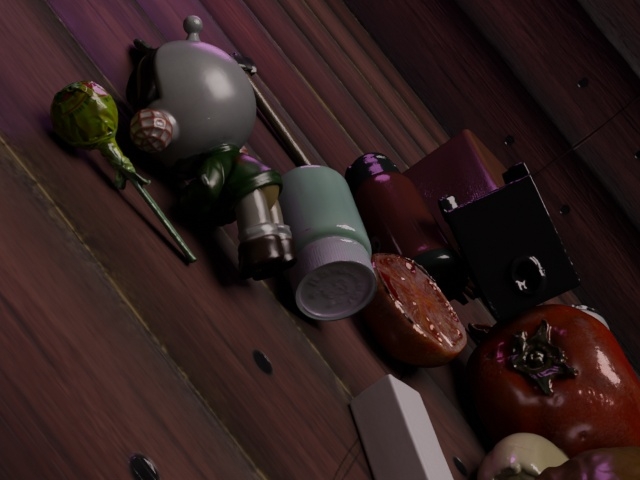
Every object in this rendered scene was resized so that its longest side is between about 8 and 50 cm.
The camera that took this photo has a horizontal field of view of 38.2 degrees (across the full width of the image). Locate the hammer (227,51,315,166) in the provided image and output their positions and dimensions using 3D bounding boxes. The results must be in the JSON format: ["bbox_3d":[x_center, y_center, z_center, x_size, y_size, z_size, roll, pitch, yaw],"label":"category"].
[{"bbox_3d":[-0.071,-0.207,1.785,0.365,0.043,0.111,55,17,2],"label":"hammer"}]

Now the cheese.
[{"bbox_3d":[0.355,0.430,1.446,0.266,0.127,0.233,49,21,1],"label":"cheese"}]

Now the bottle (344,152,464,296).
[{"bbox_3d":[0.149,-0.037,1.814,0.144,0.144,0.336,30,27,-48],"label":"bottle"}]

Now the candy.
[{"bbox_3d":[-0.232,-0.077,1.127,0.262,0.077,0.073,55,-3,-16],"label":"candy"}]

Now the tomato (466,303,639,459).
[{"bbox_3d":[0.434,0.279,1.690,0.290,0.293,0.325,56,6,-42],"label":"tomato"}]

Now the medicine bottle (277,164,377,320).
[{"bbox_3d":[0.000,0.000,1.389,0.139,0.139,0.225,37,23,-37],"label":"medicine bottle"}]

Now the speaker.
[{"bbox_3d":[0.350,0.004,1.767,0.232,0.184,0.254,-3,68,-84],"label":"speaker"}]

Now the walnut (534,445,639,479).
[{"bbox_3d":[0.375,0.443,1.094,0.308,0.354,0.398,18,39,-45],"label":"walnut"}]

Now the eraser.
[{"bbox_3d":[0.125,0.318,1.184,0.078,0.076,0.298,36,24,-41],"label":"eraser"}]

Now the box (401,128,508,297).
[{"bbox_3d":[0.363,-0.072,2.245,0.239,0.229,0.339,39,22,-34],"label":"box"}]

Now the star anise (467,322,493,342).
[{"bbox_3d":[0.392,0.243,2.015,0.140,0.144,0.158,-27,65,-26],"label":"star anise"}]

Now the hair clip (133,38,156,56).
[{"bbox_3d":[-0.231,-0.283,1.411,0.066,0.036,0.229,47,-17,-32],"label":"hair clip"}]

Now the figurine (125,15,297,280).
[{"bbox_3d":[-0.144,-0.122,1.250,0.370,0.167,0.281,64,16,13],"label":"figurine"}]

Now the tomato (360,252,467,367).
[{"bbox_3d":[0.140,0.124,1.562,0.236,0.095,0.237,40,23,-21],"label":"tomato"}]

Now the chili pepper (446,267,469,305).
[{"bbox_3d":[0.226,0.029,1.935,0.270,0.099,0.136,60,0,27],"label":"chili pepper"}]

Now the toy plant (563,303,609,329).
[{"bbox_3d":[0.569,0.333,2.026,0.247,0.247,0.332,38,29,-34],"label":"toy plant"}]
